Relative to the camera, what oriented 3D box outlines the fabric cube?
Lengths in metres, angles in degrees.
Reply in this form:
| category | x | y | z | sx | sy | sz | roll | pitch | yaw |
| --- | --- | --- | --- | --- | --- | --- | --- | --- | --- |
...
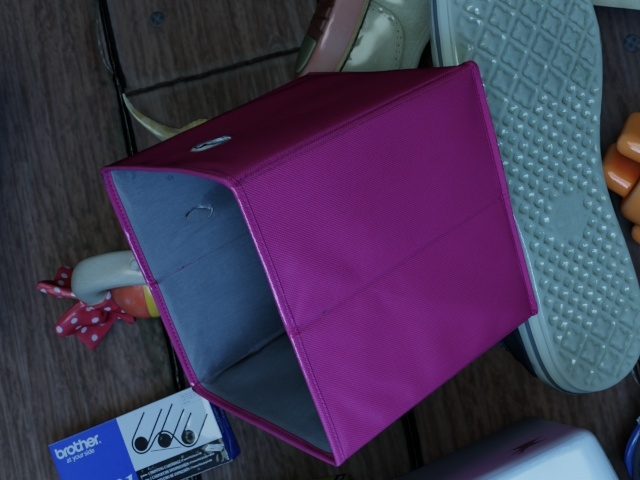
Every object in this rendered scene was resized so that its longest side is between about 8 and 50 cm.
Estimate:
| category | x | y | z | sx | sy | sz | roll | pitch | yaw |
| --- | --- | --- | --- | --- | --- | --- | --- | --- | --- |
| fabric cube | 0.000 | 0.000 | 0.800 | 0.258 | 0.254 | 0.259 | -30 | 113 | -28 |

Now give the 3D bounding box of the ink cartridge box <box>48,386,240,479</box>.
| category | x | y | z | sx | sy | sz | roll | pitch | yaw |
| --- | --- | --- | --- | --- | --- | --- | --- | --- | --- |
| ink cartridge box | -0.210 | 0.249 | 1.036 | 0.207 | 0.046 | 0.097 | -23 | 84 | 8 |

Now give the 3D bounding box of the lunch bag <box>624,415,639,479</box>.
| category | x | y | z | sx | sy | sz | roll | pitch | yaw |
| --- | --- | --- | --- | --- | --- | --- | --- | --- | --- |
| lunch bag | 0.471 | 0.238 | 0.881 | 0.303 | 0.115 | 0.243 | 37 | 96 | 1 |

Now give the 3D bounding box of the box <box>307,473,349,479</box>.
| category | x | y | z | sx | sy | sz | roll | pitch | yaw |
| --- | --- | --- | --- | --- | --- | --- | --- | --- | --- |
| box | -0.074 | 0.335 | 1.006 | 0.232 | 0.058 | 0.087 | -14 | 86 | 8 |

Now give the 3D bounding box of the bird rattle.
| category | x | y | z | sx | sy | sz | roll | pitch | yaw |
| --- | --- | --- | --- | --- | --- | --- | --- | --- | --- |
| bird rattle | -0.194 | 0.044 | 0.969 | 0.253 | 0.207 | 0.143 | 6 | 72 | 0 |

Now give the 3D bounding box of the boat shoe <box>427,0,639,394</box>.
| category | x | y | z | sx | sy | sz | roll | pitch | yaw |
| --- | --- | --- | --- | --- | --- | --- | --- | --- | --- |
| boat shoe | 0.196 | -0.089 | 0.889 | 0.187 | 0.156 | 0.500 | -18 | 99 | -20 |

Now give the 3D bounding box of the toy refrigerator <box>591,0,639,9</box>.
| category | x | y | z | sx | sy | sz | roll | pitch | yaw |
| --- | --- | --- | --- | --- | --- | --- | --- | --- | --- |
| toy refrigerator | 0.311 | -0.311 | 0.925 | 0.269 | 0.094 | 0.102 | 9 | 57 | 9 |

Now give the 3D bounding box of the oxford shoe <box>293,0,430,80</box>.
| category | x | y | z | sx | sy | sz | roll | pitch | yaw |
| --- | --- | --- | --- | --- | --- | --- | --- | --- | --- |
| oxford shoe | 0.113 | -0.327 | 0.970 | 0.146 | 0.140 | 0.397 | 26 | 95 | -14 |

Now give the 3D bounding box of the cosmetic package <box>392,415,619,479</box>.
| category | x | y | z | sx | sy | sz | roll | pitch | yaw |
| --- | --- | --- | --- | --- | --- | --- | --- | --- | --- |
| cosmetic package | 0.155 | 0.402 | 0.763 | 0.329 | 0.327 | 0.393 | -25 | 79 | 2 |

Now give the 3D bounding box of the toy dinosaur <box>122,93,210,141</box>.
| category | x | y | z | sx | sy | sz | roll | pitch | yaw |
| --- | --- | --- | --- | --- | --- | --- | --- | --- | --- |
| toy dinosaur | -0.158 | -0.107 | 1.041 | 0.183 | 0.053 | 0.092 | 17 | 76 | 2 |

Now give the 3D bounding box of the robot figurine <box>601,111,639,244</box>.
| category | x | y | z | sx | sy | sz | roll | pitch | yaw |
| --- | --- | --- | --- | --- | --- | --- | --- | --- | --- |
| robot figurine | 0.401 | -0.049 | 0.899 | 0.219 | 0.128 | 0.158 | 30 | 93 | 8 |
